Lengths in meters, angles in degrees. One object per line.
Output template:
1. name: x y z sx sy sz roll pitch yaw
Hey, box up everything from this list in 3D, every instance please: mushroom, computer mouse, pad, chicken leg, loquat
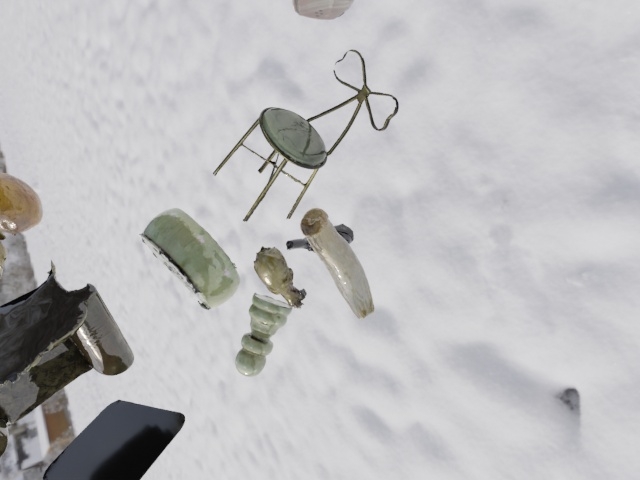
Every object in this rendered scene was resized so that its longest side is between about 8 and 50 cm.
1. mushroom: 0.053 0.068 1.331 0.095 0.123 0.351 -24 112 21
2. computer mouse: 0.021 -0.660 1.227 0.115 0.389 0.200 28 126 11
3. pad: -0.357 0.355 0.819 0.267 0.181 0.004 -7 120 40
4. chicken leg: -0.100 0.093 1.191 0.088 0.228 0.103 -47 51 -10
5. loquat: -1.149 -0.137 1.762 0.238 0.193 0.238 44 154 28

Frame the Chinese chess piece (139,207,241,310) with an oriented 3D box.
1. Chinese chess piece: -0.411 0.062 1.517 0.349 0.146 0.349 40 160 18

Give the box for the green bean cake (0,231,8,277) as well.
1. green bean cake: -0.837 0.022 1.030 0.230 0.224 0.131 80 169 -47

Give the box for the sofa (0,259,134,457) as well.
1. sofa: -0.413 0.189 0.676 0.182 0.258 0.200 35 146 32

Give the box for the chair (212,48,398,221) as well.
1. chair: -0.040 -0.187 0.870 0.325 0.170 0.160 -44 69 34

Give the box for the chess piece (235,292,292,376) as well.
1. chess piece: -0.184 0.296 1.456 0.133 0.133 0.243 17 87 49

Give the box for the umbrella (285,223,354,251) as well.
1. umbrella: 0.000 0.000 1.765 0.118 0.340 0.118 6 99 42
